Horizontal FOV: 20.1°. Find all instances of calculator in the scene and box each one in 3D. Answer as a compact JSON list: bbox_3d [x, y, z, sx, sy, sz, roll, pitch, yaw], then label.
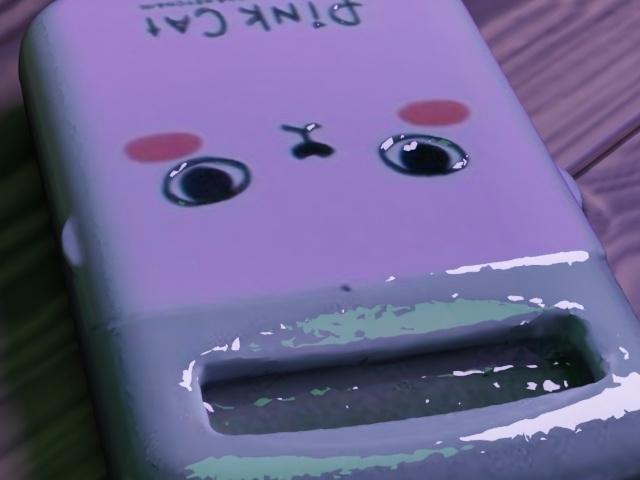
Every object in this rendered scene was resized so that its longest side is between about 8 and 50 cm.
[{"bbox_3d":[0.000,0.000,0.481,0.141,0.045,0.246,-6,43,-13],"label":"calculator"}]
